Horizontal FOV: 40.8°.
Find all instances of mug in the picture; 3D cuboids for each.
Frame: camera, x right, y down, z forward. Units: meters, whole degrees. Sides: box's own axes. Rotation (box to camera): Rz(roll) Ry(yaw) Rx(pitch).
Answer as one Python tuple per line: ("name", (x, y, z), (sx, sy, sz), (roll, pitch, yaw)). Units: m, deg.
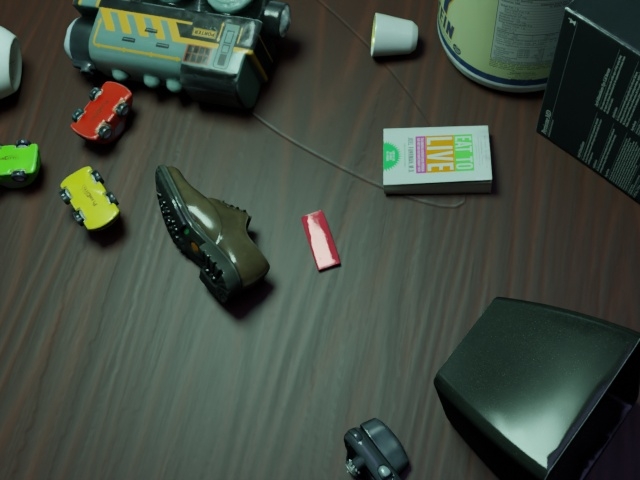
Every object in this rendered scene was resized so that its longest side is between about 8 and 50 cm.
("mug", (0.109, -0.305, 1.257), (0.064, 0.062, 0.078), (4, 72, -1))

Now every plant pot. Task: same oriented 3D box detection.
("plant pot", (0.236, 0.172, 0.964), (0.167, 0.187, 0.188), (32, 72, 31))

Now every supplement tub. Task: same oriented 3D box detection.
("supplement tub", (0.274, -0.372, 1.121), (0.236, 0.325, 0.235), (-2, 65, 5))

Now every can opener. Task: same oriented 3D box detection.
("can opener", (0.088, 0.290, 0.984), (0.073, 0.059, 0.186), (-31, 66, -9))

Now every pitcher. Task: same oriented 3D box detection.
("pitcher", (-0.555, -0.276, 1.285), (0.207, 0.125, 0.177), (3, 21, -6))

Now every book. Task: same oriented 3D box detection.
("book", (0.159, -0.111, 1.179), (0.144, 0.035, 0.096), (-2, 61, 7))

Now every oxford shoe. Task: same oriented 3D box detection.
("oxford shoe", (-0.147, -0.021, 1.152), (0.096, 0.082, 0.227), (-26, 64, -27))

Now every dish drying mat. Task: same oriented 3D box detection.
("dish drying mat", (0.000, 0.000, 1.155), (0.032, 0.008, 0.083), (-18, 66, -1))

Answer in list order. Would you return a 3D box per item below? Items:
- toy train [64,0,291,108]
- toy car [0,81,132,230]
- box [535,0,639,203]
("toy train", (-0.214, -0.308, 1.255), (0.334, 0.142, 0.190), (12, 77, 12))
("toy car", (-0.379, -0.110, 1.222), (0.225, 0.053, 0.239), (-3, 64, 5))
("box", (0.381, -0.184, 1.059), (0.184, 0.261, 0.103), (38, 75, 20))
